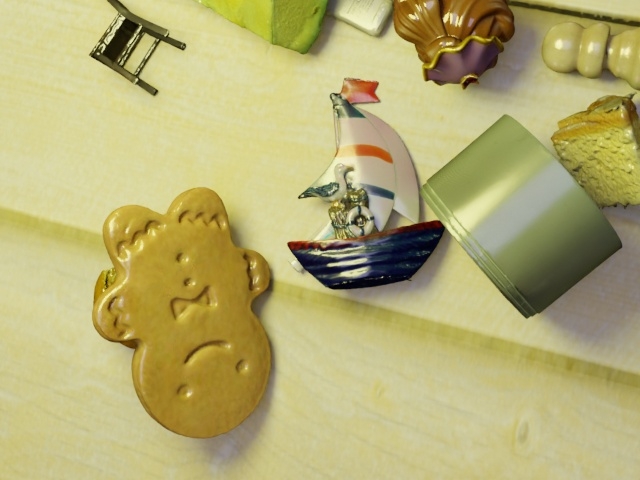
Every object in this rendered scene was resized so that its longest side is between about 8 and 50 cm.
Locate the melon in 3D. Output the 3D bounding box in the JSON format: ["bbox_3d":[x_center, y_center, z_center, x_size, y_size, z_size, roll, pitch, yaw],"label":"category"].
[{"bbox_3d":[-0.143,-0.406,1.194,0.323,0.124,0.196,29,134,22],"label":"melon"}]

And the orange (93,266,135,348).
[{"bbox_3d":[-0.265,0.090,1.229,0.156,0.134,0.157,1,98,7],"label":"orange"}]

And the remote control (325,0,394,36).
[{"bbox_3d":[-0.009,-0.389,1.233,0.261,0.029,0.067,31,98,14],"label":"remote control"}]

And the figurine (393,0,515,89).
[{"bbox_3d":[0.163,-0.329,1.127,0.189,0.142,0.263,-22,81,-30],"label":"figurine"}]

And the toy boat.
[{"bbox_3d":[0.082,-0.072,1.192,0.219,0.072,0.318,16,77,7],"label":"toy boat"}]

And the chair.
[{"bbox_3d":[-0.329,-0.327,1.278,0.212,0.084,0.101,34,92,12],"label":"chair"}]

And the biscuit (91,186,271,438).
[{"bbox_3d":[-0.182,0.107,1.164,0.052,0.275,0.355,-5,97,56],"label":"biscuit"}]

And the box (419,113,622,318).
[{"bbox_3d":[0.253,-0.030,1.059,0.149,0.226,0.226,-41,80,10],"label":"box"}]

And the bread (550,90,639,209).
[{"bbox_3d":[0.382,-0.114,1.076,0.127,0.152,0.147,-21,93,13],"label":"bread"}]

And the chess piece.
[{"bbox_3d":[0.388,-0.257,1.111,0.170,0.094,0.094,13,92,21],"label":"chess piece"}]

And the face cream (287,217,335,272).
[{"bbox_3d":[0.000,0.000,1.223,0.115,0.020,0.038,-44,83,6],"label":"face cream"}]
